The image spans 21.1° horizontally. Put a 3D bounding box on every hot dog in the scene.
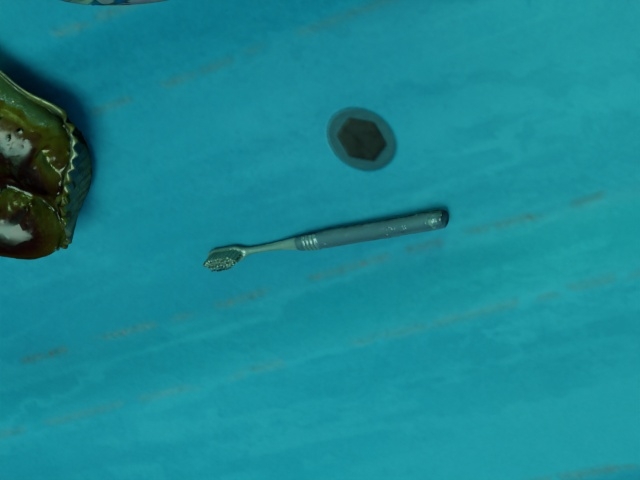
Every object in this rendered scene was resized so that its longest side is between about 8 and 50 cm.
[{"bbox_3d":[-0.303,-0.088,1.365,0.270,0.082,0.163,32,130,1],"label":"hot dog"}]

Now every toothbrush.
[{"bbox_3d":[0.000,0.000,1.330,0.219,0.019,0.016,-10,115,30],"label":"toothbrush"}]

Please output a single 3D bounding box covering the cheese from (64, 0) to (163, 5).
[{"bbox_3d":[-0.150,-0.216,1.100,0.204,0.083,0.320,0,170,9],"label":"cheese"}]
